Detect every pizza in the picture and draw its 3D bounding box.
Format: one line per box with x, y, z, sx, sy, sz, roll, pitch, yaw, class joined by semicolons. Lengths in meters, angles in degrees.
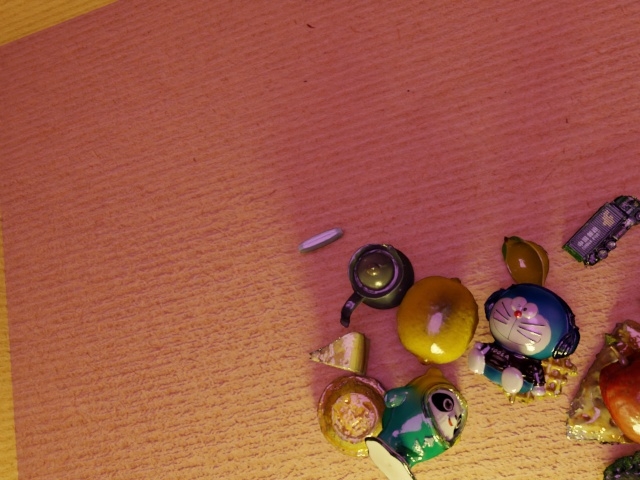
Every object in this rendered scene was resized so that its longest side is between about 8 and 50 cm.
0.983;0.440;1.578;0.434;0.080;0.392;3;80;12;pizza

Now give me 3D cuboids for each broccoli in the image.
0.915;0.743;1.463;0.269;0.242;0.262;-13;54;-10;broccoli

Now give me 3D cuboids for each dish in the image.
0.688;0.063;1.709;0.080;0.149;0.208;-13;64;-27;dish

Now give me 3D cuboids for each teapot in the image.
0.159;0.128;1.731;0.305;0.285;0.224;-26;74;6;teapot

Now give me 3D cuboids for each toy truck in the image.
0.925;-0.035;1.682;0.259;0.088;0.121;-46;73;3;toy truck

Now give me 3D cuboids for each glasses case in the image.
0.000;0.000;1.909;0.178;0.067;0.045;-24;77;8;glasses case

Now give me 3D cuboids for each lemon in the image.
0.373;0.256;1.674;0.260;0.260;0.284;5;88;15;lemon

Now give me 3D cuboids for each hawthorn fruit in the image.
0.917;0.435;1.436;0.258;0.258;0.262;-28;46;7;hawthorn fruit

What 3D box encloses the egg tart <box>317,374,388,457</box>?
0.124;0.590;1.742;0.288;0.118;0.289;-2;78;9;egg tart

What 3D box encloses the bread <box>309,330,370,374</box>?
0.093;0.380;1.709;0.178;0.266;0.142;-45;69;1;bread

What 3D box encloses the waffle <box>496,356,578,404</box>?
0.653;0.379;1.649;0.290;0.051;0.291;-3;76;12;waffle

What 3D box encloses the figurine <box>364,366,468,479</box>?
0.308;0.566;1.617;0.340;0.231;0.324;-38;105;-30;figurine

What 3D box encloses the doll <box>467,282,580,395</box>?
0.604;0.281;1.544;0.284;0.240;0.310;22;95;44;doll
